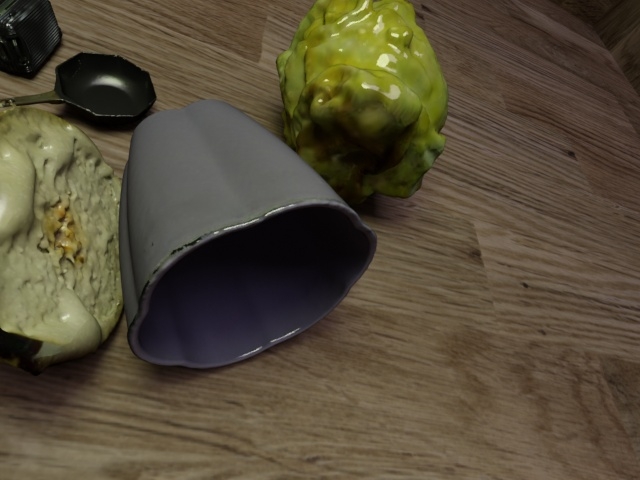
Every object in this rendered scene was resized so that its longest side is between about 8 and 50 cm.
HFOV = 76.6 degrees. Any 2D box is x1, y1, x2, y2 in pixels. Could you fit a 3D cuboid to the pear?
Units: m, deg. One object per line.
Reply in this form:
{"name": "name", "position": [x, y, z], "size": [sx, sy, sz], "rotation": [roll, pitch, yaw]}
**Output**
{"name": "pear", "position": [-0.314, 0.010, 0.394], "size": [0.178, 0.267, 0.266], "rotation": [-13, 62, 2]}

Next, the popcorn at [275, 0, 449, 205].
{"name": "popcorn", "position": [0.060, -0.229, 0.674], "size": [0.313, 0.312, 0.312], "rotation": [14, 54, -20]}

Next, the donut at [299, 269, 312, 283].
{"name": "donut", "position": [0.004, 0.003, 0.625], "size": [0.108, 0.065, 0.165], "rotation": [6, 56, -25]}

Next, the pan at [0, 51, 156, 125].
{"name": "pan", "position": [-0.353, -0.218, 0.594], "size": [0.202, 0.048, 0.128], "rotation": [-8, 62, -33]}

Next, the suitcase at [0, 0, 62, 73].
{"name": "suitcase", "position": [-0.435, -0.308, 0.588], "size": [0.059, 0.086, 0.126], "rotation": [9, 54, -4]}

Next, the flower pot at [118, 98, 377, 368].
{"name": "flower pot", "position": [-0.109, -0.026, 0.468], "size": [0.265, 0.265, 0.243], "rotation": [-11, 55, -33]}
